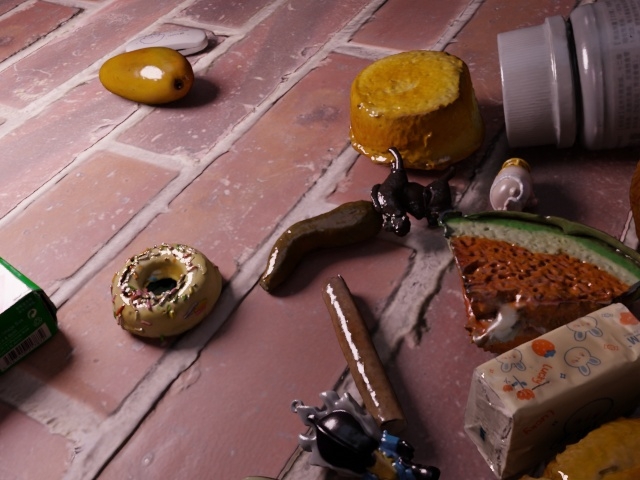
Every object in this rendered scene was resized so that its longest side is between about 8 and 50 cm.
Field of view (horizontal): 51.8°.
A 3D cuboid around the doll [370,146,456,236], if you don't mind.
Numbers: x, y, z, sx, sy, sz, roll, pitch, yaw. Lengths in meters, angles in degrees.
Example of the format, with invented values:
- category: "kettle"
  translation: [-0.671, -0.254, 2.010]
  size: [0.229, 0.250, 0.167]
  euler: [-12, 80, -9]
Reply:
- category: "doll"
  translation: [0.148, -0.069, 1.061]
  size: [0.139, 0.057, 0.165]
  euler: [20, 53, -9]

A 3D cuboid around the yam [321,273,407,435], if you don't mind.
- category: "yam"
  translation: [0.050, 0.142, 0.882]
  size: [0.046, 0.046, 0.264]
  euler: [-16, 44, -8]

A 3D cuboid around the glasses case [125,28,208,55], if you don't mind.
- category: "glasses case"
  translation: [-0.369, -0.471, 1.589]
  size: [0.197, 0.049, 0.076]
  euler: [-9, 44, 0]

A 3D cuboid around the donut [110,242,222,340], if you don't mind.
- category: "donut"
  translation: [-0.234, 0.069, 0.989]
  size: [0.174, 0.068, 0.175]
  euler: [-4, 44, 4]

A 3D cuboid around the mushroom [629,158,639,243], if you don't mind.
- category: "mushroom"
  translation: [0.531, -0.021, 0.881]
  size: [0.267, 0.254, 0.267]
  euler: [-3, 64, 6]

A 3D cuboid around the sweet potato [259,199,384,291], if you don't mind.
- category: "sweet potato"
  translation: [-0.004, -0.003, 1.036]
  size: [0.233, 0.062, 0.081]
  euler: [-28, 47, -16]

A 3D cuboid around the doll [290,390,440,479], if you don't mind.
- category: "doll"
  translation: [0.041, 0.238, 0.764]
  size: [0.195, 0.070, 0.096]
  euler: [27, 90, 28]

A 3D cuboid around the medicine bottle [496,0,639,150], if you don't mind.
- category: "medicine bottle"
  translation: [0.462, -0.274, 1.110]
  size: [0.306, 0.245, 0.245]
  euler: [-5, 43, 17]

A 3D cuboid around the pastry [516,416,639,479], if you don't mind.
- category: "pastry"
  translation: [0.318, 0.320, 0.568]
  size: [0.355, 0.164, 0.356]
  euler: [-6, 42, 6]

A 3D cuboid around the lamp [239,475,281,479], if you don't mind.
- category: "lamp"
  translation: [-0.070, 0.333, 0.684]
  size: [0.090, 0.091, 0.163]
  euler: [3, 61, 12]

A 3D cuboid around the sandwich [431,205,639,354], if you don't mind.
- category: "sandwich"
  translation: [0.290, 0.064, 0.889]
  size: [0.292, 0.109, 0.212]
  euler: [2, 51, 14]

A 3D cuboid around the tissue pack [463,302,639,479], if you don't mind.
- category: "tissue pack"
  translation: [0.270, 0.171, 0.744]
  size: [0.196, 0.148, 0.092]
  euler: [-22, 48, -14]

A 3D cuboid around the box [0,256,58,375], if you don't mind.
- category: "box"
  translation: [-0.520, 0.139, 0.936]
  size: [0.180, 0.103, 0.250]
  euler: [27, 53, 32]

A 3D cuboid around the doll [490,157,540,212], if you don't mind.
- category: "doll"
  translation: [0.314, -0.073, 1.055]
  size: [0.084, 0.073, 0.127]
  euler: [31, 46, -5]

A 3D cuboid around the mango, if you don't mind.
- category: "mango"
  translation: [-0.377, -0.359, 1.432]
  size: [0.253, 0.113, 0.138]
  euler: [10, 50, 29]

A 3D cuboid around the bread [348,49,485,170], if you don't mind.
- category: "bread"
  translation: [0.165, -0.235, 1.191]
  size: [0.268, 0.146, 0.268]
  euler: [-8, 42, 7]
